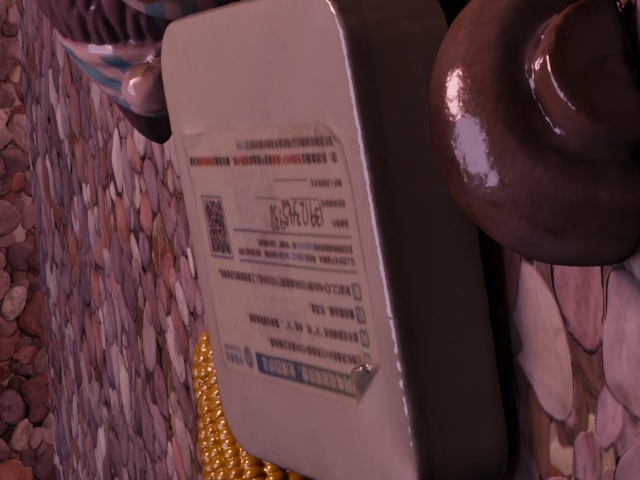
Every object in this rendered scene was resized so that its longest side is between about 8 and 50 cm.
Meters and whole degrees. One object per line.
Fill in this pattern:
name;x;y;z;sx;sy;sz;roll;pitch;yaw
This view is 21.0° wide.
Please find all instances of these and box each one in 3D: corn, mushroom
corn;-0.052;0.225;1.688;0.130;0.130;0.347;114;147;-59
mushroom;0.126;-0.069;1.045;0.141;0.117;0.188;97;157;-71

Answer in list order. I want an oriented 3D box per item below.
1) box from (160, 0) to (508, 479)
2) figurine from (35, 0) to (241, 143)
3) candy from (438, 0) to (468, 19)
box;0.001;0.000;1.383;0.396;0.111;0.397;-174;74;-66
figurine;-0.118;-0.232;1.675;0.378;0.266;0.361;56;175;-37
candy;0.041;-0.260;1.306;0.097;0.097;0.323;102;148;-46
